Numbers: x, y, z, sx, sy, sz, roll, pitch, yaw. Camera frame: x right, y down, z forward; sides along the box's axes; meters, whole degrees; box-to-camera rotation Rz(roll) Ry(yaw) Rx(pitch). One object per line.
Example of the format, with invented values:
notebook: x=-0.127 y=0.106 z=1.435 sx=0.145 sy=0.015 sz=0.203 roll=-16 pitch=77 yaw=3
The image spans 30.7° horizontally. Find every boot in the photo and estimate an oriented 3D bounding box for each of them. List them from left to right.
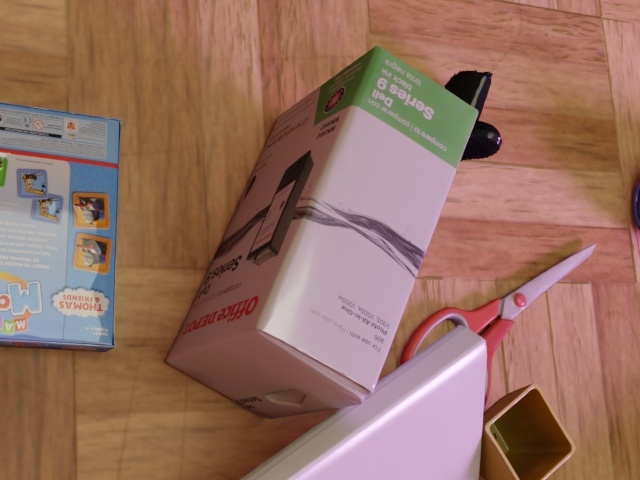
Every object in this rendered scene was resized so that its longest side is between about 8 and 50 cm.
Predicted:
boot: x=0.159 y=-0.134 z=1.231 sx=0.045 sy=0.121 sz=0.099 roll=28 pitch=72 yaw=-21

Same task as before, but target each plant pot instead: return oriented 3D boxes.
plant pot: x=0.187 y=0.202 z=1.175 sx=0.081 sy=0.083 sz=0.081 roll=-34 pitch=94 yaw=-31

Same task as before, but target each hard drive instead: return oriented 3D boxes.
hard drive: x=0.029 y=0.228 z=1.039 sx=0.307 sy=0.040 sz=0.203 roll=-31 pitch=136 yaw=-31

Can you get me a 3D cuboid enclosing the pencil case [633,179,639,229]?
pencil case: x=0.522 y=-0.031 z=1.389 sx=0.306 sy=0.133 sz=0.119 roll=12 pitch=38 yaw=-26

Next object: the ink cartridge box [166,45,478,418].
ink cartridge box: x=0.000 y=0.000 z=1.054 sx=0.121 sy=0.211 sz=0.289 roll=31 pitch=64 yaw=-18

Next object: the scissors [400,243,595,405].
scissors: x=0.195 y=0.066 z=1.251 sx=0.109 sy=0.021 sz=0.297 roll=47 pitch=62 yaw=-8

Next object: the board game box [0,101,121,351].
board game box: x=-0.258 y=-0.013 z=1.021 sx=0.160 sy=0.039 sz=0.212 roll=6 pitch=73 yaw=-26
